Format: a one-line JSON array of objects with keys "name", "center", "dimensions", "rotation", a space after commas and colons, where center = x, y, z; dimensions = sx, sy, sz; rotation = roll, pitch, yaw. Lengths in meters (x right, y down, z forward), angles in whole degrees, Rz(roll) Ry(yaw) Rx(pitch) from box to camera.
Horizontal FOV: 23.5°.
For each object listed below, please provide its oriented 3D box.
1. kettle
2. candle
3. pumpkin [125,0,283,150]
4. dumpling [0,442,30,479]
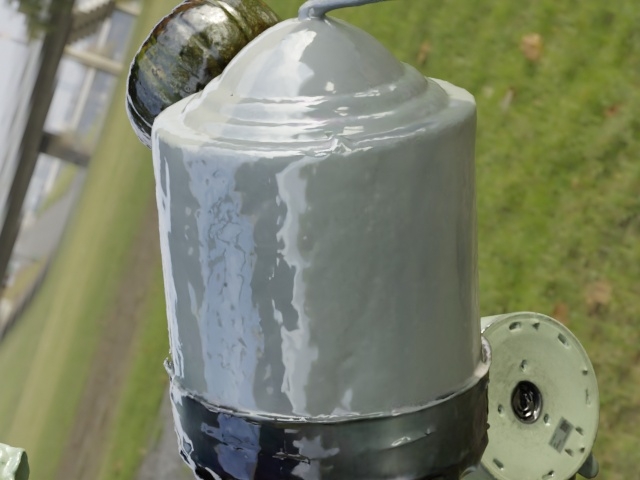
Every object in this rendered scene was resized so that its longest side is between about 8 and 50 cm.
[{"name": "kettle", "center": [0.140, 0.179, 1.484], "dimensions": [0.255, 0.240, 0.165], "rotation": [-16, 39, 54]}, {"name": "candle", "center": [0.000, 0.000, 1.010], "dimensions": [0.221, 0.221, 0.342], "rotation": [-104, 10, -73]}, {"name": "pumpkin", "center": [-0.109, -0.170, 1.470], "dimensions": [0.183, 0.119, 0.107], "rotation": [-47, -13, -11]}, {"name": "dumpling", "center": [-0.301, 0.217, 1.118], "dimensions": [0.217, 0.105, 0.149], "rotation": [-26, -3, 41]}]
